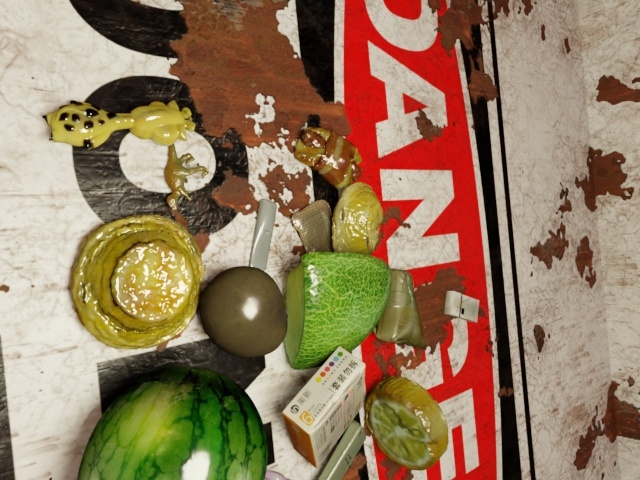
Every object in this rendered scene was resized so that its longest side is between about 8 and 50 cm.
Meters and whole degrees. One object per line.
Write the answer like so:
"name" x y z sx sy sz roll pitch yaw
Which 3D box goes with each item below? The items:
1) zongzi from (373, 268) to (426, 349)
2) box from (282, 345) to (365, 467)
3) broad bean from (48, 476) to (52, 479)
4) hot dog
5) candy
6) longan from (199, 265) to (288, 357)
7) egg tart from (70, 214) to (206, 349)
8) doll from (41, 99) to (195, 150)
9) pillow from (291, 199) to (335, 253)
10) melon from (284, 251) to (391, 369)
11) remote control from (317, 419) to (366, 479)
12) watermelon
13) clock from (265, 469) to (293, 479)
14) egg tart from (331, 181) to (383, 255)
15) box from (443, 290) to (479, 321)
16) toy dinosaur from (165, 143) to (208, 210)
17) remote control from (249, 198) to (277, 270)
"zongzi" 0.277 0.218 1.402 0.256 0.115 0.228 23 69 -39
"box" 0.019 0.419 1.121 0.221 0.091 0.274 -43 149 -31
"broad bean" -0.495 0.621 0.833 0.075 0.067 0.325 -15 99 -48
"hot dog" 0.033 -0.236 1.251 0.213 0.103 0.146 27 73 -30
"candy" 0.236 0.514 1.261 0.118 0.260 0.260 -19 99 -36
"longan" -0.174 0.164 1.019 0.196 0.196 0.220 -41 123 -31
"egg tart" -0.362 0.085 0.930 0.294 0.123 0.294 1 88 -35
"doll" -0.410 -0.246 0.938 0.291 0.086 0.117 -14 78 -34
"pillow" 0.002 -0.001 1.258 0.135 0.034 0.211 -32 107 -35
"melon" 0.062 0.155 1.190 0.343 0.226 0.331 -8 107 -29
"remote control" 0.031 0.628 1.209 0.285 0.038 0.123 -52 148 -24
"watermelon" -0.268 0.425 0.844 0.363 0.363 0.363 3 86 -36
"clock" -0.141 0.655 1.036 0.248 0.090 0.227 46 60 -56
"egg tart" 0.121 -0.046 1.277 0.232 0.098 0.252 43 63 -52
"box" 0.506 0.237 1.606 0.154 0.040 0.084 20 76 -35
"toy dinosaur" -0.337 -0.162 1.018 0.126 0.039 0.162 -45 103 -25
"remote control" -0.145 -0.015 1.154 0.050 0.027 0.184 14 80 -34
